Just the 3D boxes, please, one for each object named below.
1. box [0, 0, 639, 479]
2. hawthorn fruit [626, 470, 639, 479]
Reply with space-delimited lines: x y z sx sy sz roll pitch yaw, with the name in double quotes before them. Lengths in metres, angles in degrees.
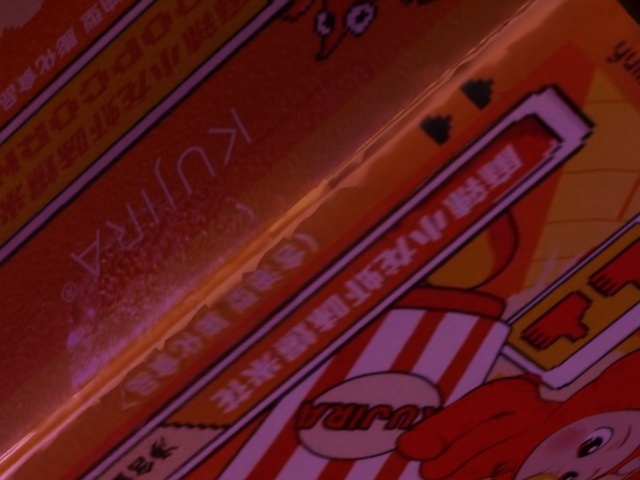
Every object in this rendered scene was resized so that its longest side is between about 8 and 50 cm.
"box" 0.000 0.000 0.562 0.283 0.214 0.259 -41 141 14
"hawthorn fruit" 0.141 0.138 0.780 0.271 0.242 0.242 -9 131 -7
